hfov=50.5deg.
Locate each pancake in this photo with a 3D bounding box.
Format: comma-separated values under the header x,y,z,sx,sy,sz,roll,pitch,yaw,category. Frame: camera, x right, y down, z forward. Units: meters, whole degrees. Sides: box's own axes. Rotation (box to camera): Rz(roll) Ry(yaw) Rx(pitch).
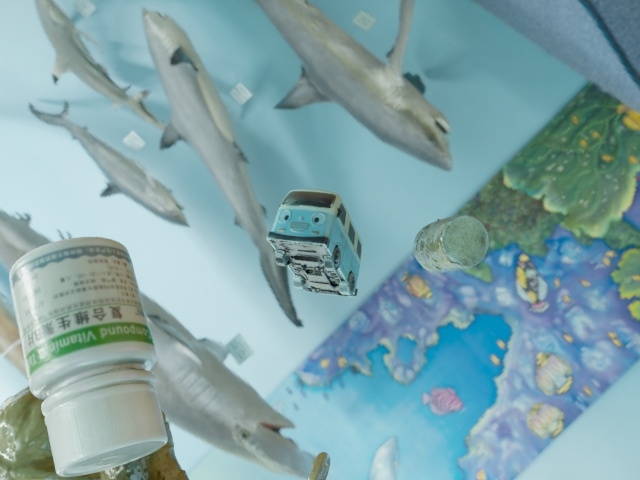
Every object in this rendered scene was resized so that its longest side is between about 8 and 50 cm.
x,y,z,sx,sy,sz,roll,pitch,yaw,category
-0.007,0.567,1.595,0.025,0.151,0.151,10,170,15,pancake

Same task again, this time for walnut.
x,y,z,sx,sy,sz,roll,pitch,yaw,category
-0.474,0.404,1.204,0.253,0.282,0.277,30,169,16,walnut

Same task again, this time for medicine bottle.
x,y,z,sx,sy,sz,roll,pitch,yaw,category
-0.254,0.126,0.747,0.139,0.139,0.236,45,-157,-66,medicine bottle

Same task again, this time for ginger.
x,y,z,sx,sy,sz,roll,pitch,yaw,category
-0.263,0.326,0.989,0.116,0.109,0.262,-27,-88,-56,ginger

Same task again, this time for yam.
x,y,z,sx,sy,sz,roll,pitch,yaw,category
0.245,0.007,1.270,0.107,0.107,0.194,46,173,-1,yam

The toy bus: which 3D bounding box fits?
x,y,z,sx,sy,sz,roll,pitch,yaw,category
0.000,0.000,1.393,0.133,0.164,0.271,6,156,19,toy bus
